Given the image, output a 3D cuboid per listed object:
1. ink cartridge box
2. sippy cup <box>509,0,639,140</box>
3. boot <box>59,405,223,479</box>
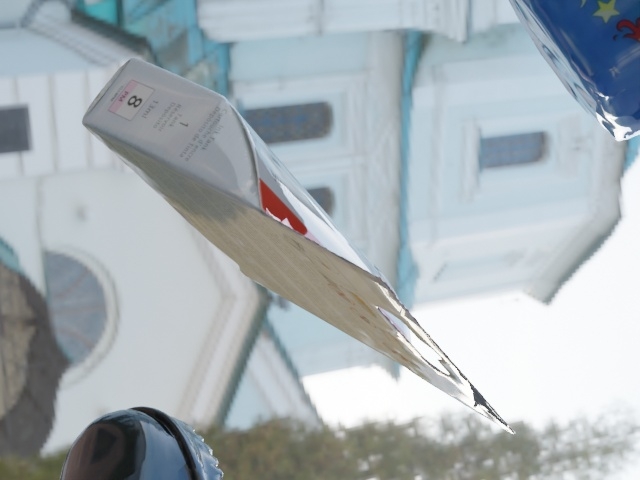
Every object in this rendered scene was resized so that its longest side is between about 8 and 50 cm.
[{"bbox_3d":[0.000,0.000,0.716,0.232,0.066,0.189,23,-16,39],"label":"ink cartridge box"},{"bbox_3d":[0.251,-0.196,0.906,0.305,0.224,0.240,53,6,-23],"label":"sippy cup"},{"bbox_3d":[-0.260,0.192,0.877,0.146,0.445,0.367,-49,-142,18],"label":"boot"}]
